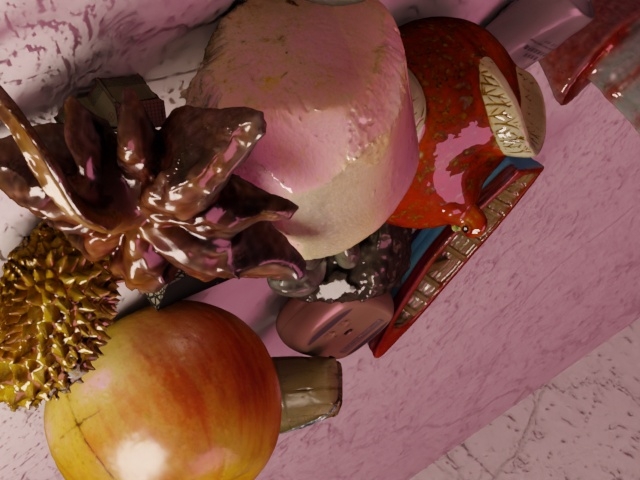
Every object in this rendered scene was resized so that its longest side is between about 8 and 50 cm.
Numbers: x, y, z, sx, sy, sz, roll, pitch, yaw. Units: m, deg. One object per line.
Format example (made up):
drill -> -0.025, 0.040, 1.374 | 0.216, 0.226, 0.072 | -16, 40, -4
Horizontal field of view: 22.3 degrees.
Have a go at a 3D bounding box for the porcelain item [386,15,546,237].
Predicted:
porcelain item -> 0.128, -0.109, 1.776 | 0.253, 0.253, 0.253 | -32, 159, -14

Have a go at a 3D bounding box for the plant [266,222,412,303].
plant -> 0.002, 0.000, 1.922 | 0.146, 0.149, 0.274 | -8, 173, 31

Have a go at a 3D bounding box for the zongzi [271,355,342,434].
zongzi -> -0.073, 0.233, 2.296 | 0.228, 0.115, 0.256 | -9, 164, 3

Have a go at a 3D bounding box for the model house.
model house -> -0.190, -0.114, 1.482 | 0.083, 0.058, 0.057 | -14, 150, -48

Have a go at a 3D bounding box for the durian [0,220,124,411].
durian -> -0.271, 0.075, 1.670 | 0.183, 0.138, 0.250 | -6, 139, -40

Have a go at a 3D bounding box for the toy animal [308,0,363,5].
toy animal -> -0.027, -0.265, 1.350 | 0.251, 0.125, 0.127 | 0, 110, -50

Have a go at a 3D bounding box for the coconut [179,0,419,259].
coconut -> -0.017, -0.110, 1.572 | 0.233, 0.233, 0.245 | -32, 152, -13

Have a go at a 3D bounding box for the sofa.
sofa -> -0.149, 0.035, 1.906 | 0.118, 0.039, 0.060 | -24, 157, -34

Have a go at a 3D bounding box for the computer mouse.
computer mouse -> 0.018, 0.099, 2.260 | 0.145, 0.082, 0.236 | -42, 160, 12

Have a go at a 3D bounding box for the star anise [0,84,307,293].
star anise -> -0.167, -0.039, 1.441 | 0.292, 0.109, 0.349 | -5, 145, 4

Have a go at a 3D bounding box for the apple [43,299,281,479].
apple -> -0.185, 0.211, 1.944 | 0.286, 0.233, 0.286 | -30, 162, -11

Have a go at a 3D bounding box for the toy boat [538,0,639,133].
toy boat -> 0.414, -0.183, 2.008 | 0.206, 0.282, 0.096 | -34, 161, -7

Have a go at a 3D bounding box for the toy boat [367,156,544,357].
toy boat -> 0.173, 0.017, 2.343 | 0.392, 0.079, 0.136 | -50, 159, 29

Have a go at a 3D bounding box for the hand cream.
hand cream -> 0.205, -0.211, 1.924 | 0.340, 0.078, 0.124 | -42, 161, 25
